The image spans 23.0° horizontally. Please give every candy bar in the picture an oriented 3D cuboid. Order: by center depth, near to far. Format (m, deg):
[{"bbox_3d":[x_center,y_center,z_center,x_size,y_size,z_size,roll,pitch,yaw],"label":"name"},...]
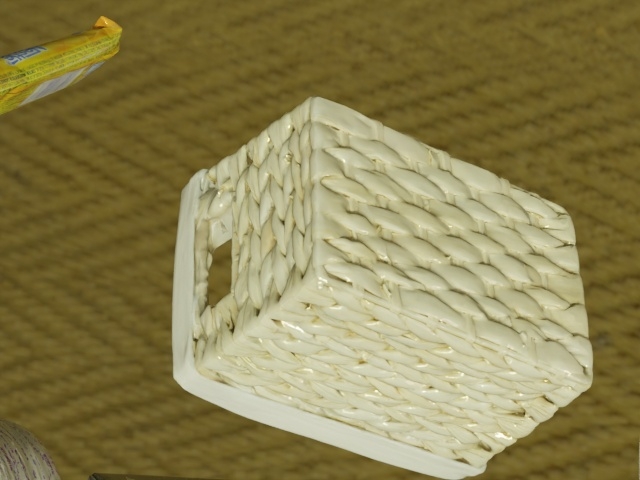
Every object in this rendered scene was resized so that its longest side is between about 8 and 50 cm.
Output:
[{"bbox_3d":[-0.130,-0.061,0.627,0.040,0.161,0.018,-34,91,31],"label":"candy bar"}]

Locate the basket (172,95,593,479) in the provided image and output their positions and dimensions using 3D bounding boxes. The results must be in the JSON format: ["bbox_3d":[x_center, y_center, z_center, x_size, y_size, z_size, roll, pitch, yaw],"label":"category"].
[{"bbox_3d":[0.030,0.022,0.704,0.103,0.167,0.113,-39,40,40],"label":"basket"}]

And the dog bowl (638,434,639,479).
[{"bbox_3d":[0.355,0.127,1.303,0.104,0.265,0.264,9,85,28],"label":"dog bowl"}]

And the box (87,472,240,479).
[{"bbox_3d":[-0.024,0.226,0.856,0.059,0.233,0.183,12,94,63],"label":"box"}]

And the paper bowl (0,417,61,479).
[{"bbox_3d":[-0.417,0.334,1.729,0.284,0.148,0.284,-8,78,42],"label":"paper bowl"}]
